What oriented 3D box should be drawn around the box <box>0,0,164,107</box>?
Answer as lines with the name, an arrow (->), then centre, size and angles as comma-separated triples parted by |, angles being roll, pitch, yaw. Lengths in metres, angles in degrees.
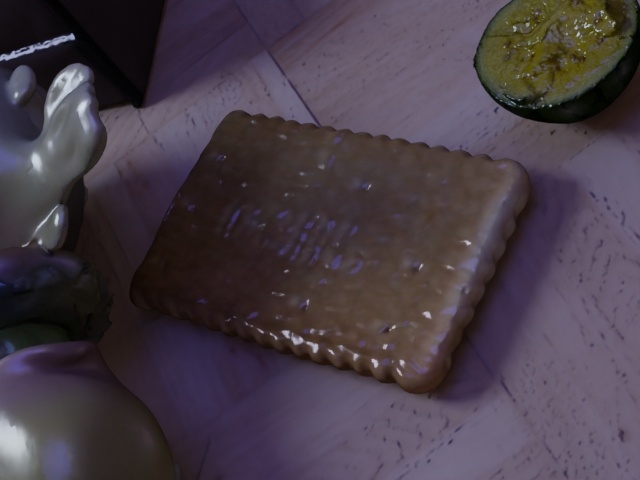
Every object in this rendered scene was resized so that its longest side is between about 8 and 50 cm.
box -> -0.219, -0.236, 1.068 | 0.153, 0.188, 0.252 | -9, 58, 23

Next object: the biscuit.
biscuit -> 0.000, 0.000, 0.875 | 0.249, 0.030, 0.160 | 13, 67, 36

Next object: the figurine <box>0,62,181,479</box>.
figurine -> -0.183, 0.037, 0.841 | 0.274, 0.226, 0.394 | -54, 51, 34

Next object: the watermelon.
watermelon -> 0.151, -0.111, 0.840 | 0.105, 0.062, 0.105 | -22, 47, 26
